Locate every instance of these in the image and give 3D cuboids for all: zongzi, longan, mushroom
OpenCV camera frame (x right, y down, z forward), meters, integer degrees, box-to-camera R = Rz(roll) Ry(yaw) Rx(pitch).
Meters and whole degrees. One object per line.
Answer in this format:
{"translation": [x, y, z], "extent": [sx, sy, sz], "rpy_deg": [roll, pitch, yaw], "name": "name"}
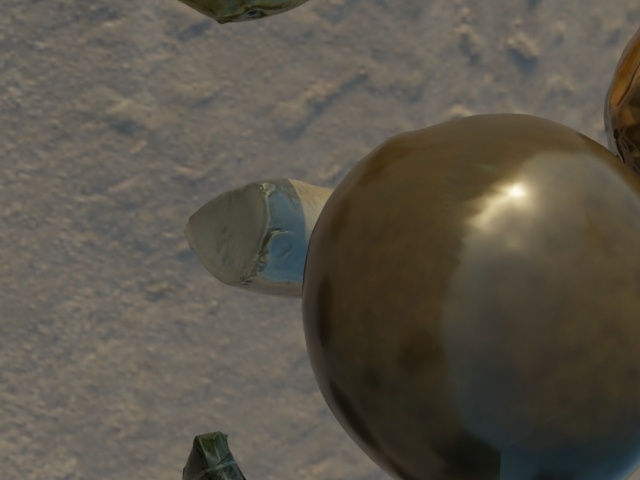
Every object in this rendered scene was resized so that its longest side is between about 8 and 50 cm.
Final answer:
{"translation": [-0.124, 0.306, 1.740], "extent": [0.055, 0.119, 0.109], "rpy_deg": [-17, 151, -29], "name": "zongzi"}
{"translation": [0.134, 0.055, 1.101], "extent": [0.319, 0.318, 0.319], "rpy_deg": [-29, 126, -52], "name": "longan"}
{"translation": [-0.008, 0.004, 1.666], "extent": [0.407, 0.154, 0.138], "rpy_deg": [13, 47, -58], "name": "mushroom"}

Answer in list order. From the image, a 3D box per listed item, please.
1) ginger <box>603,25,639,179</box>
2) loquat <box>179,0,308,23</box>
{"translation": [0.376, -0.141, 1.298], "extent": [0.269, 0.200, 0.223], "rpy_deg": [-54, -177, -18], "name": "ginger"}
{"translation": [-0.065, -0.326, 1.334], "extent": [0.213, 0.213, 0.246], "rpy_deg": [67, 37, -45], "name": "loquat"}
